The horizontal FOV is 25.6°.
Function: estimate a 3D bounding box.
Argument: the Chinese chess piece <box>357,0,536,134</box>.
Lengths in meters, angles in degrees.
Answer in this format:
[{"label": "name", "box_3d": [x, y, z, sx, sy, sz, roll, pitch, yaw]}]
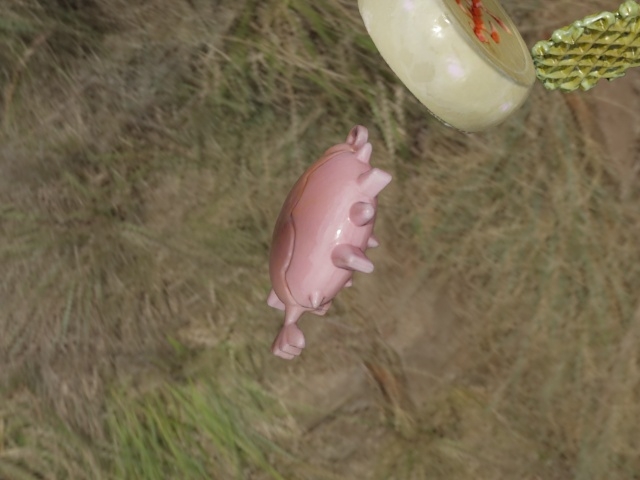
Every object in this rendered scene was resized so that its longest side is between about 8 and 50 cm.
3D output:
[{"label": "Chinese chess piece", "box_3d": [0.158, -0.251, 1.721, 0.097, 0.251, 0.251, -37, 115, 26]}]

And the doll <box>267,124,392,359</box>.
[{"label": "doll", "box_3d": [0.000, 0.000, 1.506, 0.093, 0.211, 0.262, 21, 76, -22]}]

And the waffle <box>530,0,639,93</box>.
[{"label": "waffle", "box_3d": [0.352, -0.245, 1.809, 0.169, 0.183, 0.036, -21, 67, 15]}]
